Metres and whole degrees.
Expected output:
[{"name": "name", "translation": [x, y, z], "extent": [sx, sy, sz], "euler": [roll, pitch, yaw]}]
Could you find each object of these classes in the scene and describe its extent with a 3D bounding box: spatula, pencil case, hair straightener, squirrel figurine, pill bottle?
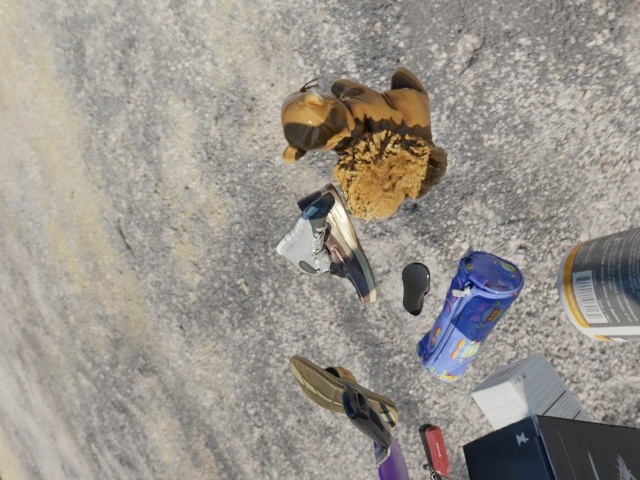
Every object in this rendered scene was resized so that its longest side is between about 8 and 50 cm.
[{"name": "spatula", "translation": [0.065, 0.217, 0.474], "extent": [0.030, 0.084, 0.296], "euler": [-14, 138, 7]}, {"name": "pencil case", "translation": [0.295, 0.162, 0.915], "extent": [0.119, 0.133, 0.306], "euler": [49, 139, 37]}, {"name": "hair straightener", "translation": [0.281, 0.546, 1.037], "extent": [0.089, 0.047, 0.231], "euler": [130, 122, -72]}, {"name": "squirrel figurine", "translation": [0.098, -0.245, 1.076], "extent": [0.281, 0.370, 0.397], "euler": [-54, 50, 37]}, {"name": "pill bottle", "translation": [0.480, 0.052, 0.586], "extent": [0.162, 0.162, 0.278], "euler": [61, 156, 1]}]

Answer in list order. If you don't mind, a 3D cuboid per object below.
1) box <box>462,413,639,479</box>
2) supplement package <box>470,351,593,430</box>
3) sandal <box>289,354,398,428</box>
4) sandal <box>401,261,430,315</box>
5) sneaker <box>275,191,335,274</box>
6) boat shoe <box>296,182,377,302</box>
[{"name": "box", "translation": [0.260, 0.262, 0.411], "extent": [0.108, 0.207, 0.153], "euler": [123, 155, -45]}, {"name": "supplement package", "translation": [0.368, 0.302, 0.749], "extent": [0.179, 0.105, 0.105], "euler": [58, 147, 15]}, {"name": "sandal", "translation": [0.034, 0.215, 0.647], "extent": [0.180, 0.049, 0.072], "euler": [16, 124, 26]}, {"name": "sandal", "translation": [0.216, 0.102, 0.990], "extent": [0.067, 0.040, 0.179], "euler": [39, 152, 31]}, {"name": "sneaker", "translation": [0.000, 0.000, 0.965], "extent": [0.132, 0.086, 0.229], "euler": [47, 140, 3]}, {"name": "boat shoe", "translation": [0.041, 0.028, 1.119], "extent": [0.123, 0.123, 0.342], "euler": [-113, -1, -63]}]
